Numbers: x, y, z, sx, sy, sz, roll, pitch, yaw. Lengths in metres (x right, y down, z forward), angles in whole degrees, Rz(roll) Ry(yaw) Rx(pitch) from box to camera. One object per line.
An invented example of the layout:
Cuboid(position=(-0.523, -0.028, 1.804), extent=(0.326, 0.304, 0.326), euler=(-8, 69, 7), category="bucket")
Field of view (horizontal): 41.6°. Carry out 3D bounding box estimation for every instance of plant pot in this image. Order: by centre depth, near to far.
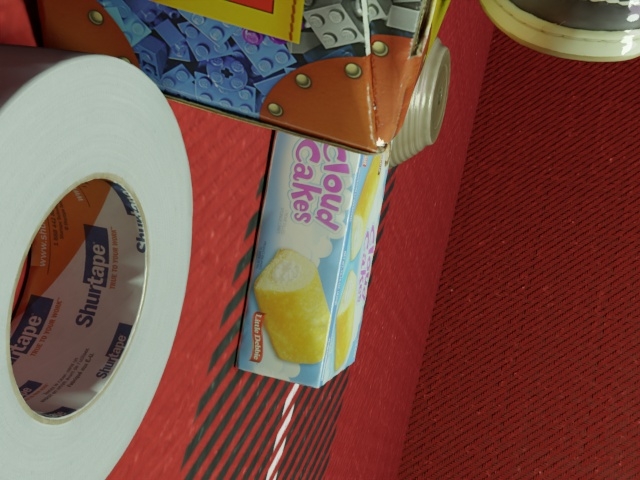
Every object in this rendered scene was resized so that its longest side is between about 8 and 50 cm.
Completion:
Cuboid(position=(0.094, -0.182, 1.035), extent=(0.237, 0.110, 0.237), euler=(12, 90, -75), category="plant pot")

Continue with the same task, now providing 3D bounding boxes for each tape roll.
Cuboid(position=(-0.138, 0.020, 0.391), extent=(0.219, 0.072, 0.219), euler=(10, 90, -76), category="tape roll")

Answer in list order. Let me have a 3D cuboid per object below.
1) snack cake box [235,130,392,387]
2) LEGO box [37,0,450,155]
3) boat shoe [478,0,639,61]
Cuboid(position=(0.000, 0.000, 0.852), extent=(0.152, 0.089, 0.264), euler=(-7, 107, -74), category="snack cake box")
Cuboid(position=(0.042, -0.356, 0.448), extent=(0.372, 0.193, 0.500), euler=(100, 10, -48), category="LEGO box")
Cuboid(position=(0.148, -0.205, 0.476), extent=(0.092, 0.103, 0.285), euler=(94, 11, -46), category="boat shoe")
